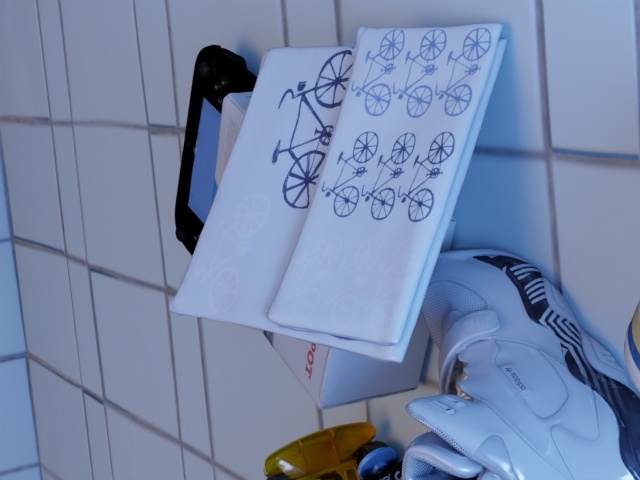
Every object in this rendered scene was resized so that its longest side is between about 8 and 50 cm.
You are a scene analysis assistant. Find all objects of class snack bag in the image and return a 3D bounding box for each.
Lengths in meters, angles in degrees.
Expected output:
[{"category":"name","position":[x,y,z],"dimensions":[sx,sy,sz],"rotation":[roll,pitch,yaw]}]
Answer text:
[{"category":"snack bag","position":[0.004,-0.060,1.343],"dimensions":[0.343,0.037,0.323],"rotation":[8,75,47]}]

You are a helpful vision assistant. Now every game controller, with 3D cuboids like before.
[{"category":"game controller","position":[-0.125,-0.090,1.796],"dimensions":[0.166,0.067,0.319],"rotation":[54,144,42]}]

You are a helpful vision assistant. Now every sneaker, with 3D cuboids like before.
[{"category":"sneaker","position":[0.133,0.132,1.201],"dimensions":[0.366,0.210,0.137],"rotation":[50,140,45]}]

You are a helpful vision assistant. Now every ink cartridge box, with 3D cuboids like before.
[{"category":"ink cartridge box","position":[0.000,0.000,1.509],"dimensions":[0.307,0.129,0.223],"rotation":[49,138,47]}]

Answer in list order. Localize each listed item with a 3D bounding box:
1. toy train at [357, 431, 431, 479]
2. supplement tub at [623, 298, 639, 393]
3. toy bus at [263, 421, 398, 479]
[{"category":"toy train","position":[0.110,0.236,1.322],"dimensions":[0.080,0.184,0.105],"rotation":[53,153,42]},{"category":"supplement tub","position":[0.297,0.025,0.921],"dimensions":[0.144,0.144,0.199],"rotation":[54,143,42]},{"category":"toy bus","position":[0.020,0.344,1.587],"dimensions":[0.211,0.150,0.220],"rotation":[111,140,-66]}]
